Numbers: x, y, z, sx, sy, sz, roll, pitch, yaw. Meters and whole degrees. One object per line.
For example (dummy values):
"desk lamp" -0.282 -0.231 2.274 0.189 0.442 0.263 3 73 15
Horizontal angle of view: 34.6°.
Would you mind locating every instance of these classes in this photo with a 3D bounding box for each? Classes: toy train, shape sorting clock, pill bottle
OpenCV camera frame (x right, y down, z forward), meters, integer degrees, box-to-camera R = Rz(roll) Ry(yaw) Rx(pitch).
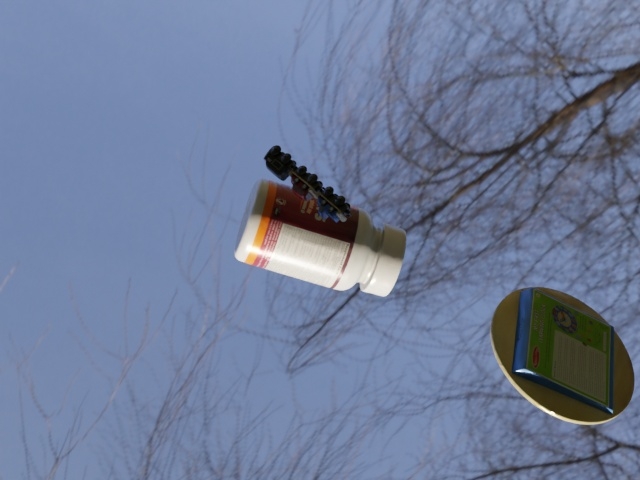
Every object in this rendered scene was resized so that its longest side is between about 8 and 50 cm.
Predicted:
"toy train" -0.019 -0.070 1.303 0.036 0.027 0.158 -47 -123 -6
"shape sorting clock" 0.312 0.147 1.329 0.206 0.040 0.206 16 -132 -18
"pill bottle" 0.000 0.000 1.436 0.221 0.121 0.121 16 -120 -9
